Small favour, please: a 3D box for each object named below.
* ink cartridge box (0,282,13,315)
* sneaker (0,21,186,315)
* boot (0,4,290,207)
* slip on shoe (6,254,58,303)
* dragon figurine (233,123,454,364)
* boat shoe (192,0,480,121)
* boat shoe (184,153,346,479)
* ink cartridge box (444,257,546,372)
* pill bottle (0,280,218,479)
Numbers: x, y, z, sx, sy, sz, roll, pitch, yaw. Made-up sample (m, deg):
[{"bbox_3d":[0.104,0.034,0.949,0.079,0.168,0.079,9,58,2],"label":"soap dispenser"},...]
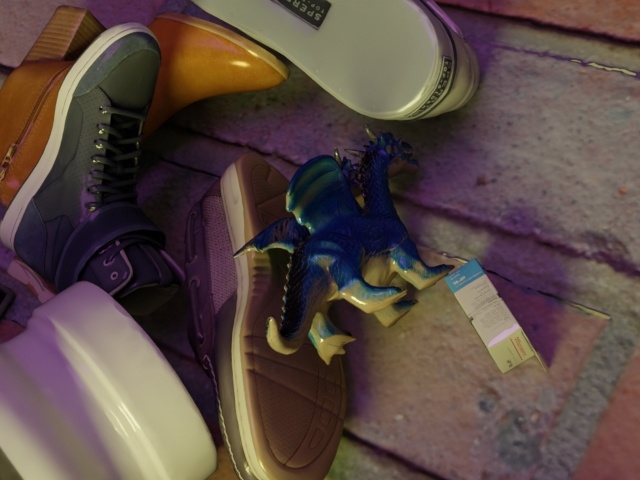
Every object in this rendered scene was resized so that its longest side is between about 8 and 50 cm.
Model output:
[{"bbox_3d":[-0.477,0.121,0.976,0.307,0.072,0.303,19,72,30],"label":"ink cartridge box"},{"bbox_3d":[-0.153,-0.043,0.839,0.163,0.086,0.226,40,111,32],"label":"sneaker"},{"bbox_3d":[-0.181,-0.097,0.956,0.295,0.104,0.211,14,76,31],"label":"boot"},{"bbox_3d":[-0.221,0.039,0.916,0.135,0.051,0.041,29,83,42],"label":"slip on shoe"},{"bbox_3d":[0.000,0.000,0.745,0.144,0.289,0.085,50,125,13],"label":"dragon figurine"},{"bbox_3d":[-0.002,-0.229,0.914,0.367,0.156,0.136,40,111,25],"label":"boat shoe"},{"bbox_3d":[-0.053,0.065,0.797,0.092,0.103,0.285,-35,48,31],"label":"boat shoe"},{"bbox_3d":[0.123,0.059,0.744,0.028,0.048,0.083,-32,54,5],"label":"ink cartridge box"},{"bbox_3d":[-0.261,0.193,0.697,0.363,0.210,0.210,-35,51,-23],"label":"pill bottle"}]
